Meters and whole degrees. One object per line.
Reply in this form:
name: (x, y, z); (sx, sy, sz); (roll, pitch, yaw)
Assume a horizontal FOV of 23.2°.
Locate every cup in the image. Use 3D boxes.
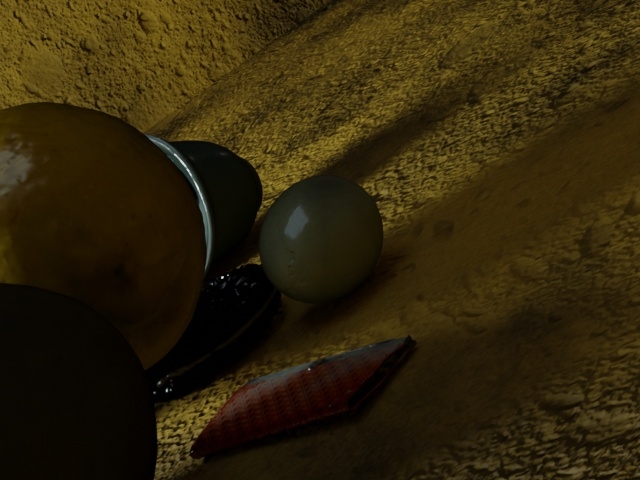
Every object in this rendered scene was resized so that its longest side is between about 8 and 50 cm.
cup: (-0.149, -0.049, 1.891); (0.150, 0.199, 0.199); (-22, 3, -44)

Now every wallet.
wallet: (-0.019, 0.127, 1.264); (0.196, 0.020, 0.103); (-20, 18, 43)

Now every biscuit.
biscuit: (-0.121, 0.092, 1.545); (0.194, 0.053, 0.194); (-31, 14, 9)

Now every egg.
egg: (0.000, 0.000, 1.461); (0.114, 0.114, 0.152); (-25, 18, 32)

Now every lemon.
lemon: (-0.248, 0.011, 1.435); (0.297, 0.297, 0.297); (-31, 14, 9)

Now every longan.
longan: (-0.254, 0.157, 1.209); (0.258, 0.258, 0.258); (-31, 14, 9)
